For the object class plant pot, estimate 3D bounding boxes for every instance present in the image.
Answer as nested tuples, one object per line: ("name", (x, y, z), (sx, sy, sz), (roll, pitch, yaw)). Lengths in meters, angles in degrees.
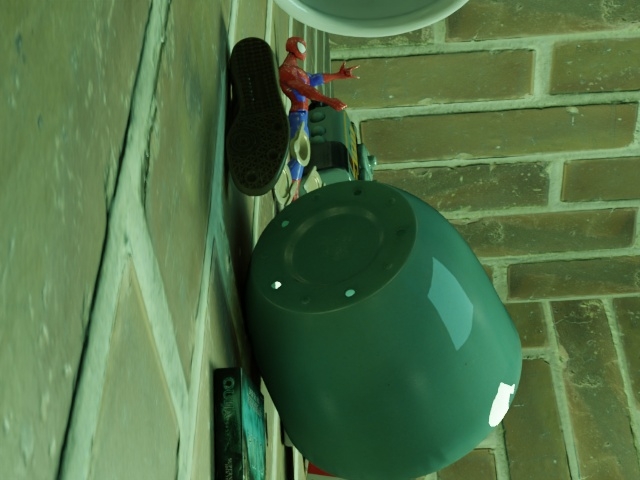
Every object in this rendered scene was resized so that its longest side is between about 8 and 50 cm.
("plant pot", (0.049, 0.076, 1.276), (0.293, 0.293, 0.235), (-90, 160, -44))

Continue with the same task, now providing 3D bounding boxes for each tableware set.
("tableware set", (-0.027, -0.080, 1.722), (0.168, 0.020, 0.141), (64, 31, -41))

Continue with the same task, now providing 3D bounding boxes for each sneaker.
("sneaker", (-0.062, -0.121, 1.232), (0.071, 0.066, 0.188), (82, 6, -63))

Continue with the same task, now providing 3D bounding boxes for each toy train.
("toy train", (0.023, -0.126, 2.126), (0.334, 0.142, 0.190), (-89, 162, -53))

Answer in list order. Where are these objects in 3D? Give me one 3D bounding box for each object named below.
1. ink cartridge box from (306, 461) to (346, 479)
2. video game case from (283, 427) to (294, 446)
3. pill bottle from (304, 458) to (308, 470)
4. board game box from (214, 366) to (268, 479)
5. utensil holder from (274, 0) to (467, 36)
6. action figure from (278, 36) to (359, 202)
("ink cartridge box", (0.016, 0.377, 1.673), (0.134, 0.078, 0.231), (60, 38, -83))
("video game case", (-0.031, 0.155, 1.762), (0.329, 0.036, 0.299), (71, 16, -81))
("pill bottle", (0.013, 0.326, 1.961), (0.137, 0.078, 0.078), (-89, 175, -51))
("board game box", (-0.072, 0.196, 1.104), (0.186, 0.026, 0.126), (74, 13, -75))
("utensil holder", (0.067, -0.542, 1.693), (0.327, 0.328, 0.385), (82, 4, -56))
("action figure", (0.002, -0.183, 1.842), (0.091, 0.139, 0.280), (-68, 152, -85))
